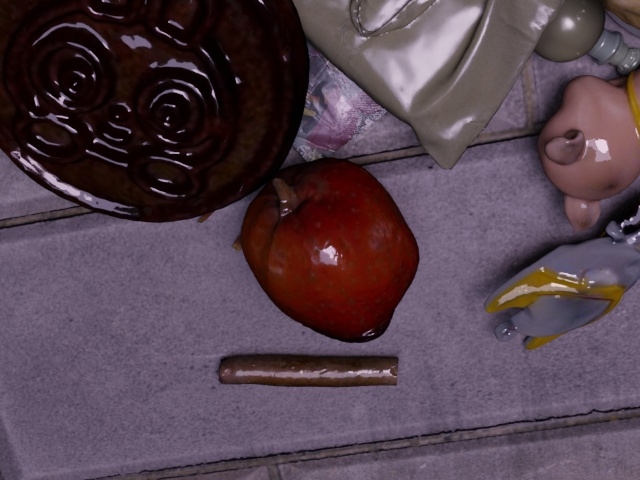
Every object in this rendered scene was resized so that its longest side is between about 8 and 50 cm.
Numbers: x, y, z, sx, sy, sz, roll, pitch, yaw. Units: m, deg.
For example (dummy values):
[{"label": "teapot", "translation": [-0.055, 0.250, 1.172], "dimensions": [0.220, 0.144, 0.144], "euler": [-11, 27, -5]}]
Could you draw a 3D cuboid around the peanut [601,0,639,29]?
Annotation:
[{"label": "peanut", "translation": [0.294, -0.377, 0.730], "dimensions": [0.169, 0.192, 0.387], "euler": [-4, 74, -29]}]

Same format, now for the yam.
[{"label": "yam", "translation": [-0.019, 0.188, 1.076], "dimensions": [0.264, 0.046, 0.046], "euler": [0, 110, 2]}]

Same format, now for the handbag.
[{"label": "handbag", "translation": [0.101, -0.272, 0.843], "dimensions": [0.316, 0.109, 0.253], "euler": [41, 105, 7]}]

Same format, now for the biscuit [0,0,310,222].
[{"label": "biscuit", "translation": [-0.215, -0.187, 0.857], "dimensions": [0.407, 0.091, 0.407], "euler": [4, 127, 5]}]

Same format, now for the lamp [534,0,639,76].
[{"label": "lamp", "translation": [0.319, -0.237, 0.883], "dimensions": [0.163, 0.091, 0.091], "euler": [23, 111, -20]}]

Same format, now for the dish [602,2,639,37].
[{"label": "dish", "translation": [0.433, -0.340, 0.819], "dimensions": [0.260, 0.085, 0.260], "euler": [-1, 113, -2]}]

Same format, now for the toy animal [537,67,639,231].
[{"label": "toy animal", "translation": [0.378, -0.135, 0.875], "dimensions": [0.248, 0.149, 0.165], "euler": [-28, 124, 12]}]

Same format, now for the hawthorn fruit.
[{"label": "hawthorn fruit", "translation": [0.000, 0.000, 0.904], "dimensions": [0.215, 0.215, 0.249], "euler": [-33, 138, 14]}]

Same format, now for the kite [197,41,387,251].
[{"label": "kite", "translation": [-0.044, -0.146, 0.967], "dimensions": [0.204, 0.022, 0.360], "euler": [36, 107, -8]}]

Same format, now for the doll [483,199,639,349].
[{"label": "doll", "translation": [0.359, 0.036, 0.972], "dimensions": [0.316, 0.145, 0.103], "euler": [-41, 70, 10]}]
